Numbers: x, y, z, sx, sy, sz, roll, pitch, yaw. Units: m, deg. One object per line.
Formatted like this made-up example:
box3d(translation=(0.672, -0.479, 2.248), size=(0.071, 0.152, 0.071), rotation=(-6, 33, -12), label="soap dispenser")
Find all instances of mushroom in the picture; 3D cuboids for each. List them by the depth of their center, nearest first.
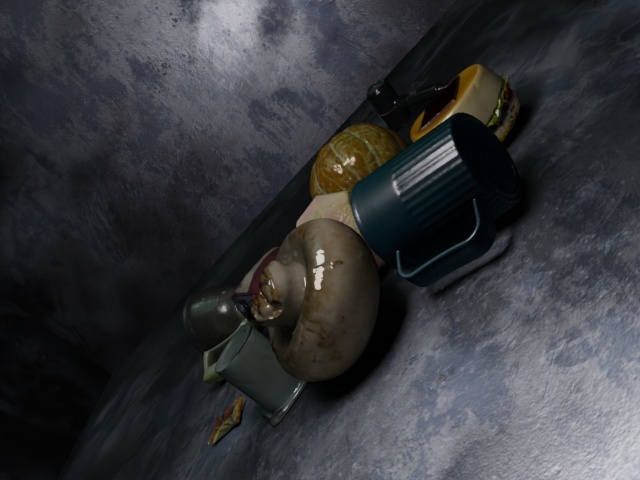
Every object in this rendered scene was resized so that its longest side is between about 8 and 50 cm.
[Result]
box3d(translation=(-0.034, 0.125, 1.444), size=(0.362, 0.294, 0.362), rotation=(-172, 90, -71), label="mushroom")

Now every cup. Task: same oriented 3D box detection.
box3d(translation=(0.238, -0.090, 1.382), size=(0.292, 0.242, 0.308), rotation=(-36, 8, 36), label="cup")

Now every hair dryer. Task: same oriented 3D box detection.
box3d(translation=(0.349, -0.557, 2.492), size=(0.352, 0.189, 0.107), rotation=(-12, 38, 46), label="hair dryer")

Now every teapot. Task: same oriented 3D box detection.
box3d(translation=(-0.317, 0.273, 2.175), size=(0.239, 0.239, 0.321), rotation=(-26, 18, 28), label="teapot")

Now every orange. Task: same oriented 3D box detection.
box3d(translation=(0.115, -0.187, 1.898), size=(0.329, 0.249, 0.329), rotation=(-31, -31, -21), label="orange")

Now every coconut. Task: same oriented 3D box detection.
box3d(translation=(0.054, 0.003, 1.704), size=(0.259, 0.259, 0.259), rotation=(-45, 14, 15), label="coconut")

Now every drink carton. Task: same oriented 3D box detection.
box3d(translation=(-0.150, 0.323, 1.621), size=(0.185, 0.189, 0.191), rotation=(-57, 14, -10), label="drink carton")

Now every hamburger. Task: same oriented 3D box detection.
box3d(translation=(0.373, -0.303, 1.677), size=(0.300, 0.176, 0.300), rotation=(-46, 15, 16), label="hamburger")

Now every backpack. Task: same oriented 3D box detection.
box3d(translation=(-0.078, 0.119, 1.920), size=(0.317, 0.197, 0.283), rotation=(-11, 39, 52), label="backpack")

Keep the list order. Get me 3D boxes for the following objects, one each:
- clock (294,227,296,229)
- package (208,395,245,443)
box3d(translation=(-0.060, 0.032, 2.239), size=(0.274, 0.094, 0.223), rotation=(-29, 31, 47), label="clock")
box3d(translation=(-0.256, 0.492, 1.802), size=(0.121, 0.031, 0.108), rotation=(-44, 14, 22), label="package")
